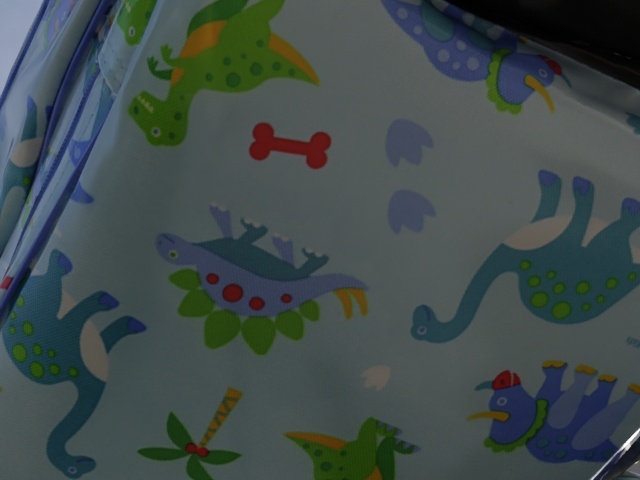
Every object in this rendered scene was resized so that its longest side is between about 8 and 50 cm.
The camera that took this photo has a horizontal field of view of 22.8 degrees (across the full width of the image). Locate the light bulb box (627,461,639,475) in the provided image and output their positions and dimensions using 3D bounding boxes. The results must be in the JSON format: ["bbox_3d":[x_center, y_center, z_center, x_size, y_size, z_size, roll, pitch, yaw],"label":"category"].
[{"bbox_3d":[0.163,0.365,1.000,0.358,0.225,0.361,-47,-46,-31],"label":"light bulb box"}]

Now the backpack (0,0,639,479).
[{"bbox_3d":[0.000,0.000,0.578,0.290,0.273,0.355,27,-49,-20],"label":"backpack"}]
